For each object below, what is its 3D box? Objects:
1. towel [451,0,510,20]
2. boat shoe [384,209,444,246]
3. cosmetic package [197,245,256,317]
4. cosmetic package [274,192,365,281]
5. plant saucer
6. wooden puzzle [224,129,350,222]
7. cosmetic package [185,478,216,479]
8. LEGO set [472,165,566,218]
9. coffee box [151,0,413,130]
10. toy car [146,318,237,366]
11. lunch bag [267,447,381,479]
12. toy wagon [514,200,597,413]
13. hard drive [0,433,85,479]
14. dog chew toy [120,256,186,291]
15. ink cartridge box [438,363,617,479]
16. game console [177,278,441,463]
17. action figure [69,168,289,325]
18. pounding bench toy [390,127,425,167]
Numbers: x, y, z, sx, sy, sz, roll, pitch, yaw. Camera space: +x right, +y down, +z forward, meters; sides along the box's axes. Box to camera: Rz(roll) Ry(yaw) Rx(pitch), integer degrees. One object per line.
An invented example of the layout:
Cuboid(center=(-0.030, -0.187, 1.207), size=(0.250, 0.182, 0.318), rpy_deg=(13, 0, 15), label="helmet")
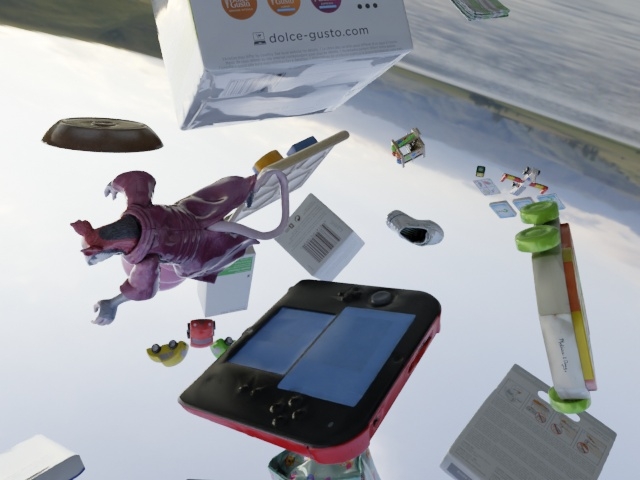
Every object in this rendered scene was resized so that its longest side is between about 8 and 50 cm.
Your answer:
Cuboid(center=(0.342, -0.530, 1.185), size=(0.152, 0.023, 0.113), rpy_deg=(-23, -110, -36), label="towel")
Cuboid(center=(0.269, -0.015, 1.485), size=(0.226, 0.083, 0.076), rpy_deg=(14, -147, -36), label="boat shoe")
Cuboid(center=(-0.388, 0.134, 2.188), size=(0.196, 0.366, 0.155), rpy_deg=(-10, -131, -22), label="cosmetic package")
Cuboid(center=(0.000, 0.000, 1.378), size=(0.151, 0.151, 0.183), rpy_deg=(43, -179, 17), label="cosmetic package")
Cuboid(center=(-0.370, -0.185, 0.925), size=(0.198, 0.036, 0.199), rpy_deg=(6, -161, -2), label="plant saucer")
Cuboid(center=(-0.114, -0.195, 1.563), size=(0.322, 0.348, 0.081), rpy_deg=(-33, -93, -40), label="wooden puzzle")
Cuboid(center=(-0.178, 0.631, 0.900), size=(0.156, 0.217, 0.385), rpy_deg=(8, -157, -12), label="cosmetic package")
Cuboid(center=(0.495, -0.116, 1.384), size=(0.182, 0.060, 0.244), rpy_deg=(-6, 147, 42), label="LEGO set")
Cuboid(center=(-0.097, -0.412, 0.935), size=(0.337, 0.335, 0.338), rpy_deg=(-13, -179, -20), label="coffee box")
Cuboid(center=(-0.262, 0.255, 1.272), size=(0.224, 0.239, 0.053), rpy_deg=(18, -128, -43), label="toy car")
Cuboid(center=(0.013, 0.626, 1.349), size=(0.262, 0.224, 0.160), rpy_deg=(-12, -156, 15), label="lunch bag")
Cuboid(center=(0.362, 0.076, 0.824), size=(0.068, 0.267, 0.344), rpy_deg=(-10, -163, 26), label="toy wagon")
Cuboid(center=(-0.580, 0.443, 0.988), size=(0.210, 0.040, 0.318), rpy_deg=(-25, -174, -39), label="hard drive")
Cuboid(center=(-0.416, 0.029, 1.454), size=(0.206, 0.207, 0.331), rpy_deg=(7, 169, -29), label="dog chew toy")
Cuboid(center=(0.529, 0.530, 1.363), size=(0.308, 0.091, 0.385), rpy_deg=(35, -134, 25), label="ink cartridge box")
Cuboid(center=(-0.004, 0.189, 0.925), size=(0.341, 0.060, 0.386), rpy_deg=(8, -148, 33), label="game console")
Cuboid(center=(-0.241, 0.002, 0.907), size=(0.275, 0.248, 0.370), rpy_deg=(-6, -179, 24), label="action figure")
Cuboid(center=(0.190, -0.210, 1.194), size=(0.052, 0.065, 0.083), rpy_deg=(63, 180, 25), label="pounding bench toy")
